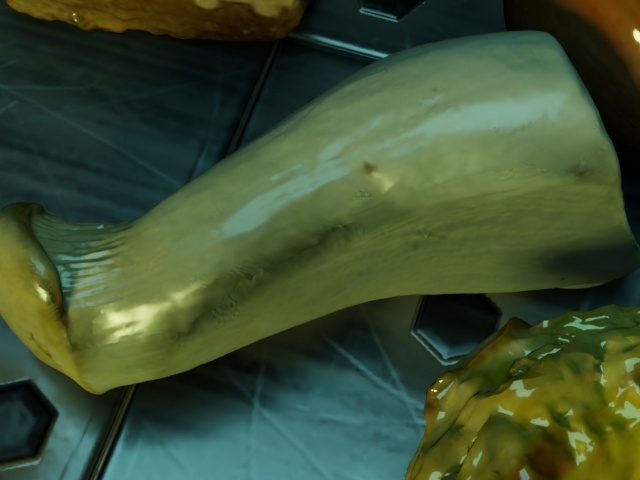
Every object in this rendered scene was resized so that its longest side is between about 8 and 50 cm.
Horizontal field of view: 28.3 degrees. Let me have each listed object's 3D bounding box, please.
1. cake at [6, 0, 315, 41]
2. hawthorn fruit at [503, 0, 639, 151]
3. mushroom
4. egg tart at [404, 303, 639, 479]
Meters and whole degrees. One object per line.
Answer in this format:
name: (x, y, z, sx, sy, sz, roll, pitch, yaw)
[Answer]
cake: (-0.095, -0.265, 0.687, 0.198, 0.293, 0.196, 10, 64, 10)
hawthorn fruit: (0.224, -0.114, 0.681, 0.199, 0.199, 0.251, -40, 86, -19)
mushroom: (0.000, 0.000, 0.639, 0.328, 0.159, 0.122, -17, 20, -1)
egg tart: (0.180, 0.181, 0.546, 0.341, 0.129, 0.341, 0, 61, 0)
